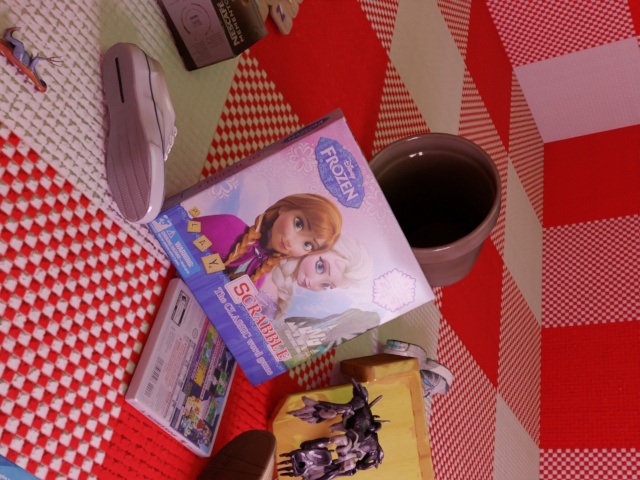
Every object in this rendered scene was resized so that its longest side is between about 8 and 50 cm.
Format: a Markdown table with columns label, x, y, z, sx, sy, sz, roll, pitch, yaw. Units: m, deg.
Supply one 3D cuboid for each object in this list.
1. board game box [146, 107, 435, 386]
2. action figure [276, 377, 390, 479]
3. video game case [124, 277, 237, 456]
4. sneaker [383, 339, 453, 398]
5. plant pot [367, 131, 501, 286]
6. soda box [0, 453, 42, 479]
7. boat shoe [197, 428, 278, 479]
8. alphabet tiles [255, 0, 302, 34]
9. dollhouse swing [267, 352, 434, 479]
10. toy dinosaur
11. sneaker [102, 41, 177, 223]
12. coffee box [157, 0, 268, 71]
| label | x | y | z | sx | sy | sz | roll | pitch | yaw |
| --- | --- | --- | --- | --- | --- | --- | --- | --- | --- |
| board game box | -0.038 | 0.019 | 1.121 | 0.319 | 0.318 | 0.066 | 60 | 7 | -21 |
| action figure | 0.014 | 0.325 | 1.214 | 0.275 | 0.141 | 0.164 | -24 | 106 | -63 |
| video game case | -0.194 | 0.188 | 1.119 | 0.183 | 0.023 | 0.201 | 53 | 38 | -40 |
| sneaker | 0.212 | 0.324 | 1.755 | 0.283 | 0.110 | 0.122 | 38 | 68 | -48 |
| plant pot | 0.259 | -0.041 | 1.759 | 0.280 | 0.323 | 0.323 | 68 | 27 | -55 |
| soda box | -0.375 | 0.221 | 0.734 | 0.210 | 0.067 | 0.071 | 55 | 38 | -39 |
| boat shoe | -0.136 | 0.407 | 1.089 | 0.285 | 0.104 | 0.089 | -60 | 138 | -36 |
| alphabet tiles | -0.117 | -0.556 | 1.477 | 0.278 | 0.021 | 0.284 | 55 | 38 | -39 |
| dollhouse swing | 0.041 | 0.412 | 1.438 | 0.315 | 0.305 | 0.347 | 154 | -71 | -77 |
| toy dinosaur | -0.367 | -0.220 | 0.930 | 0.090 | 0.047 | 0.082 | -18 | 109 | -28 |
| sneaker | -0.240 | -0.149 | 1.059 | 0.091 | 0.094 | 0.258 | 7 | 75 | -56 |
| coffee box | -0.194 | -0.417 | 1.215 | 0.141 | 0.098 | 0.247 | -53 | 127 | -53 |
